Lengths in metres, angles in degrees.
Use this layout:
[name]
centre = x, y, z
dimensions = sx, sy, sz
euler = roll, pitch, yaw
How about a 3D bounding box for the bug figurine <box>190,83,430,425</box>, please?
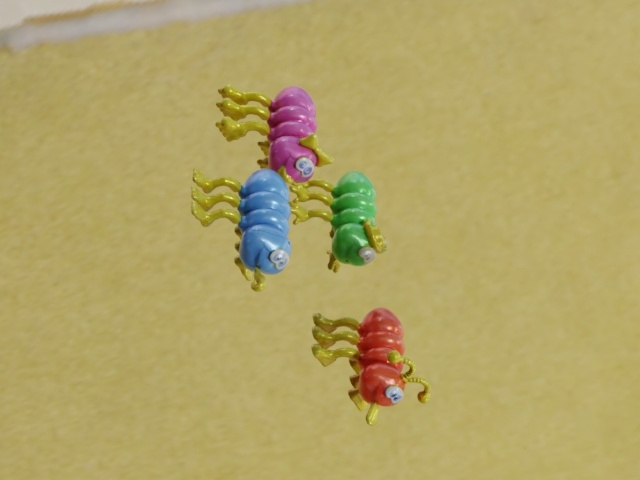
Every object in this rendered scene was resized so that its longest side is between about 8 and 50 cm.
[bug figurine]
centre = 0.000, 0.000, 1.454
dimensions = 0.279, 0.072, 0.216
euler = 50, 28, -46
